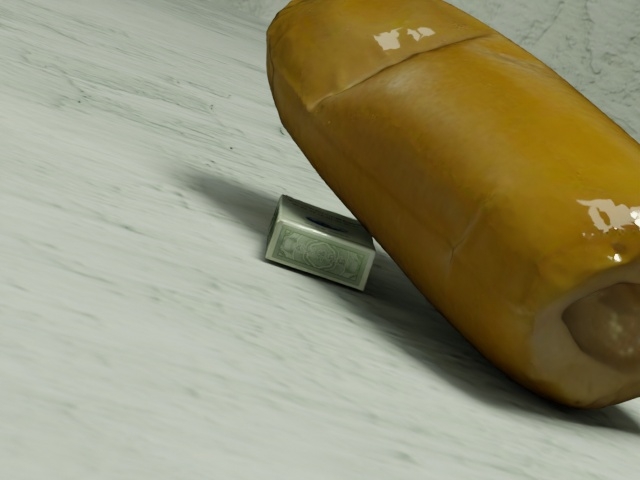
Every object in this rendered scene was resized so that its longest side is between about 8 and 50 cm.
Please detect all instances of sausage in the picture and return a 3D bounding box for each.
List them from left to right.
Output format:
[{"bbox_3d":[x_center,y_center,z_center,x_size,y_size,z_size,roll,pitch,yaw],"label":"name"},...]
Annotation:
[{"bbox_3d":[0.072,-0.045,0.841,0.134,0.116,0.354,-25,36,-9],"label":"sausage"}]

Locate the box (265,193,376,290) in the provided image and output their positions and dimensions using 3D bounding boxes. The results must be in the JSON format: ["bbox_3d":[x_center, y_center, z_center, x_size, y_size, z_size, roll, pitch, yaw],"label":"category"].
[{"bbox_3d":[0.000,0.000,0.854,0.054,0.024,0.083,21,9,-4],"label":"box"}]
